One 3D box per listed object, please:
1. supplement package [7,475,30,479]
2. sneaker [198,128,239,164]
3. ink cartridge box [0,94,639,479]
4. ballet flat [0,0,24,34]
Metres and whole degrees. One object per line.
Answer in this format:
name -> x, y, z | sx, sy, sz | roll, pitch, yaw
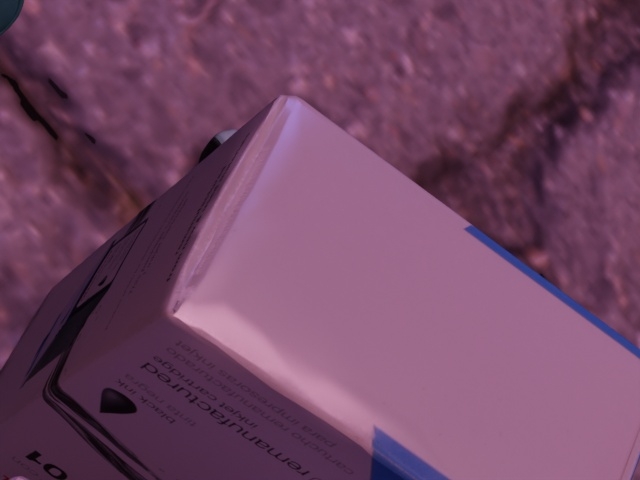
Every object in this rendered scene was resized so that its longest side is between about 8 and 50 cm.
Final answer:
supplement package -> -0.042, 0.209, 0.437 | 0.262, 0.204, 0.145 | 38, 56, -12
sneaker -> 0.000, 0.000, 0.653 | 0.069, 0.038, 0.098 | -9, 76, -33
ink cartridge box -> -0.013, 0.055, 0.528 | 0.139, 0.190, 0.082 | 35, 57, -13
ballet flat -> -0.190, -0.057, 0.551 | 0.203, 0.074, 0.074 | -35, 90, -30
